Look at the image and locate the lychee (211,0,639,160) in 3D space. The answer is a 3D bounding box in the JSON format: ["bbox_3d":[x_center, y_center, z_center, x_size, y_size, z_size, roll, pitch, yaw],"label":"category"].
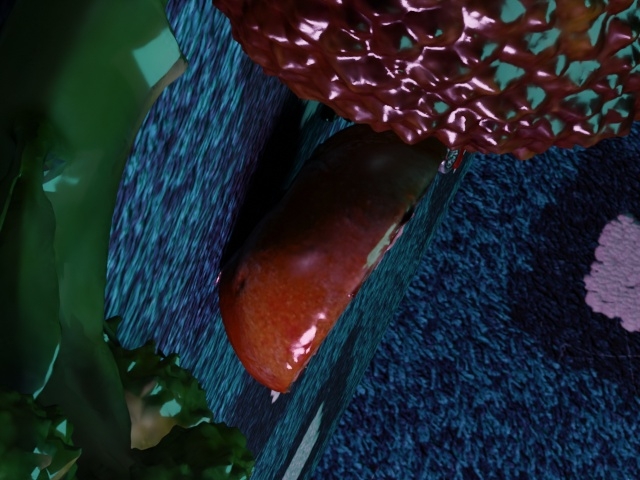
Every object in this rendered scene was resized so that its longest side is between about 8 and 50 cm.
[{"bbox_3d":[0.063,-0.153,0.844,0.236,0.271,0.236,-32,-141,30],"label":"lychee"}]

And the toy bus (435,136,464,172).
[{"bbox_3d":[0.069,-0.123,1.426,0.089,0.081,0.195,-64,158,-7],"label":"toy bus"}]

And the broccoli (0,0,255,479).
[{"bbox_3d":[-0.091,0.060,0.663,0.302,0.186,0.254,-52,157,-33],"label":"broccoli"}]

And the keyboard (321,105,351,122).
[{"bbox_3d":[0.075,-0.239,1.446,0.317,0.027,0.106,-68,172,26],"label":"keyboard"}]

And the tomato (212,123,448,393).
[{"bbox_3d":[0.000,0.000,1.360,0.237,0.095,0.237,-54,178,-3],"label":"tomato"}]
